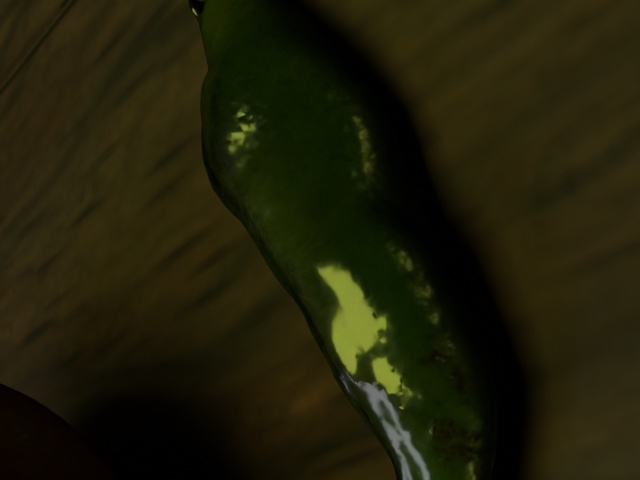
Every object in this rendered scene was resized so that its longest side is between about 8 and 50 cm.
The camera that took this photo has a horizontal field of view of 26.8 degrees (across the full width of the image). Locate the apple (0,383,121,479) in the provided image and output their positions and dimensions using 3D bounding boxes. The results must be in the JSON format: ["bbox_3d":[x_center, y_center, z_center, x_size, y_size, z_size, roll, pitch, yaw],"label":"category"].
[{"bbox_3d":[-0.153,0.170,0.465,0.254,0.254,0.253,10,102,54],"label":"apple"}]

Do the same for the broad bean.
[{"bbox_3d":[0.005,-0.001,0.371,0.061,0.046,0.195,-39,64,47],"label":"broad bean"}]
